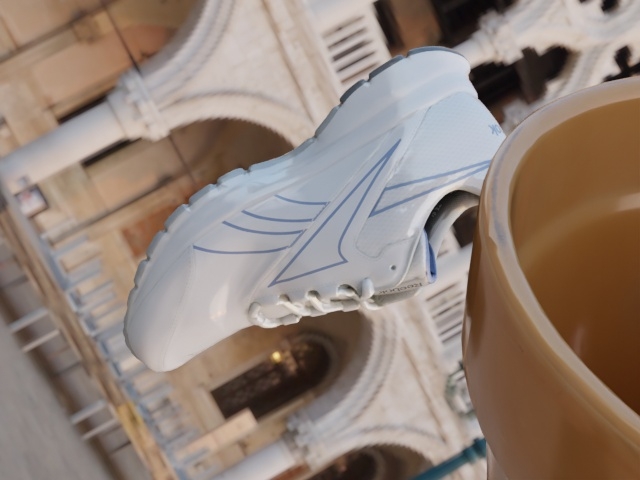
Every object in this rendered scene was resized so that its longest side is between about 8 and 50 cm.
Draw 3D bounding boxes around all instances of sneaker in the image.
[{"bbox_3d":[0.000,0.000,0.790,0.129,0.297,0.111,55,6,17],"label":"sneaker"}]

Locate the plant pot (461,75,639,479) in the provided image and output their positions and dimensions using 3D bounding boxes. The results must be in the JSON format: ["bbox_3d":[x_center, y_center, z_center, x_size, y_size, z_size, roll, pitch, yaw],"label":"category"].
[{"bbox_3d":[0.180,0.094,0.439,0.291,0.290,0.204,54,-37,45],"label":"plant pot"}]
